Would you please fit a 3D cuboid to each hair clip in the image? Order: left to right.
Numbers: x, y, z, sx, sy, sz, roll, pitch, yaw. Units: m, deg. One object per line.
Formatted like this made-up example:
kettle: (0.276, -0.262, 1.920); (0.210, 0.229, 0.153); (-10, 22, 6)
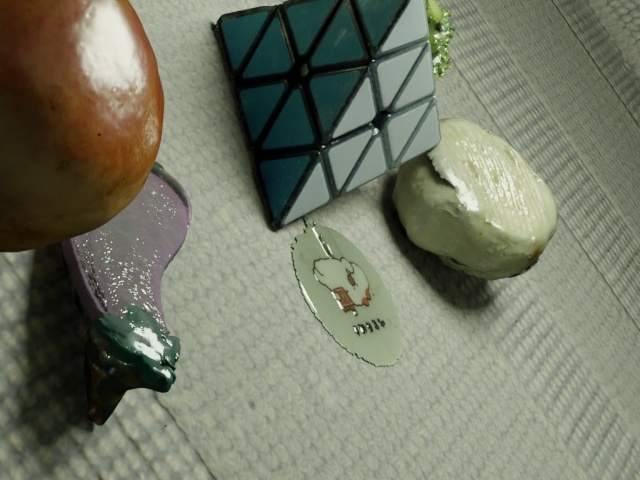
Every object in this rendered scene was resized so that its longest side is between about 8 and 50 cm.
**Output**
hair clip: (-0.175, 0.017, 1.289); (0.358, 0.110, 0.095); (-94, -179, -52)

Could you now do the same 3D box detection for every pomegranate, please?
pomegranate: (-0.253, -0.103, 1.124); (0.252, 0.229, 0.270); (52, 33, -23)

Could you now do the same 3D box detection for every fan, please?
fan: (0.001, 0.000, 1.664); (0.191, 0.009, 0.329); (-10, 68, -61)

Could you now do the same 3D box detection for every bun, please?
bun: (0.194, -0.045, 1.892); (0.239, 0.141, 0.239); (28, 40, -26)

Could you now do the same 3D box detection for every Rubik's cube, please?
Rubik's cube: (0.017, -0.169, 1.677); (0.228, 0.233, 0.228); (-108, -178, -76)

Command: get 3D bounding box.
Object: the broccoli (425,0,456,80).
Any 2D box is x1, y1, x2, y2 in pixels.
broccoli: (0.083, -0.271, 1.936); (0.198, 0.176, 0.226); (45, 13, -11)
